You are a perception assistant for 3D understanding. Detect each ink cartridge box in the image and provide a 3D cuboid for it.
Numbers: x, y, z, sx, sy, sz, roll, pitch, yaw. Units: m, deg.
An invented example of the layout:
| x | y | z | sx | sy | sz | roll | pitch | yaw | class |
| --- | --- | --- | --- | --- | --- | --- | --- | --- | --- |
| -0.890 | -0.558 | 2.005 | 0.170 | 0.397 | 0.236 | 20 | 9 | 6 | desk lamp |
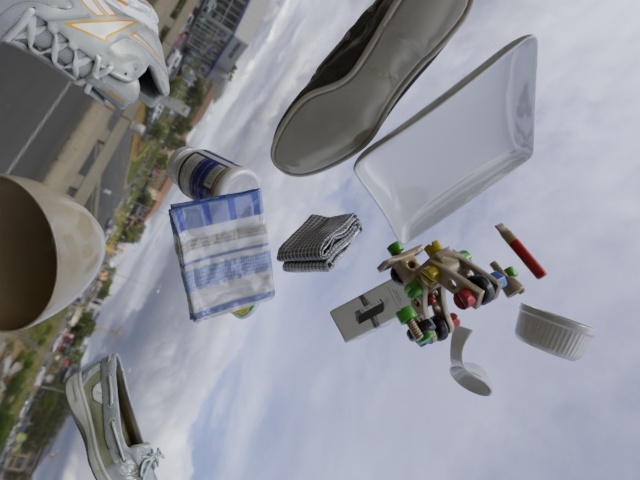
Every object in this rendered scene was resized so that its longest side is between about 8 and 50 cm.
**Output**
| x | y | z | sx | sy | sz | roll | pitch | yaw | class |
| --- | --- | --- | --- | --- | --- | --- | --- | --- | --- |
| 0.192 | 0.217 | 1.326 | 0.273 | 0.197 | 0.114 | -29 | -107 | 12 | ink cartridge box |

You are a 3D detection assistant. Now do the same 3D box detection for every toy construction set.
| x | y | z | sx | sy | sz | roll | pitch | yaw | class |
| --- | --- | --- | --- | --- | --- | --- | --- | --- | --- |
| 0.269 | 0.057 | 0.884 | 0.309 | 0.257 | 0.237 | -29 | -116 | 0 | toy construction set |

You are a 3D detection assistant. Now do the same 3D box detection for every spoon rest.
| x | y | z | sx | sy | sz | roll | pitch | yaw | class |
| --- | --- | --- | --- | --- | --- | --- | --- | --- | --- |
| 0.444 | 0.384 | 1.256 | 0.137 | 0.276 | 0.084 | 11 | -136 | 46 | spoon rest |

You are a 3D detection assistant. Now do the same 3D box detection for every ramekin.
| x | y | z | sx | sy | sz | roll | pitch | yaw | class |
| --- | --- | --- | --- | --- | --- | --- | --- | --- | --- |
| 0.683 | 0.272 | 1.221 | 0.207 | 0.207 | 0.108 | 23 | -85 | 64 | ramekin |

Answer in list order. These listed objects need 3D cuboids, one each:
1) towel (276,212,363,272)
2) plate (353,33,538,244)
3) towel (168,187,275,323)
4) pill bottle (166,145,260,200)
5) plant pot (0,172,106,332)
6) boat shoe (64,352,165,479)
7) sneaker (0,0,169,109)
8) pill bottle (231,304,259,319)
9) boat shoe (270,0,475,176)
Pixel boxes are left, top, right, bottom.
| x | y | z | sx | sy | sz | roll | pitch | yaw | class |
| --- | --- | --- | --- | --- | --- | --- | --- | --- | --- |
| 0.000 | 0.000 | 1.528 | 0.235 | 0.121 | 0.283 | -8 | -151 | 43 | towel |
| 0.198 | -0.133 | 0.634 | 0.278 | 0.277 | 0.045 | -35 | -124 | 8 | plate |
| -0.210 | 0.037 | 0.923 | 0.034 | 0.209 | 0.284 | 37 | -44 | 56 | towel |
| -0.310 | -0.171 | 1.172 | 0.265 | 0.153 | 0.153 | 29 | -87 | 32 | pill bottle |
| -0.545 | 0.015 | 0.809 | 0.284 | 0.284 | 0.191 | -57 | 170 | 13 | plant pot |
| -0.369 | 0.367 | 0.776 | 0.103 | 0.118 | 0.320 | -33 | -115 | -16 | boat shoe |
| -0.234 | -0.194 | 0.404 | 0.099 | 0.120 | 0.262 | -18 | -173 | 21 | sneaker |
| -0.295 | 0.150 | 1.308 | 0.118 | 0.208 | 0.117 | -34 | -151 | 22 | pill bottle |
| 0.057 | -0.214 | 0.547 | 0.335 | 0.112 | 0.095 | -41 | -157 | 32 | boat shoe |
